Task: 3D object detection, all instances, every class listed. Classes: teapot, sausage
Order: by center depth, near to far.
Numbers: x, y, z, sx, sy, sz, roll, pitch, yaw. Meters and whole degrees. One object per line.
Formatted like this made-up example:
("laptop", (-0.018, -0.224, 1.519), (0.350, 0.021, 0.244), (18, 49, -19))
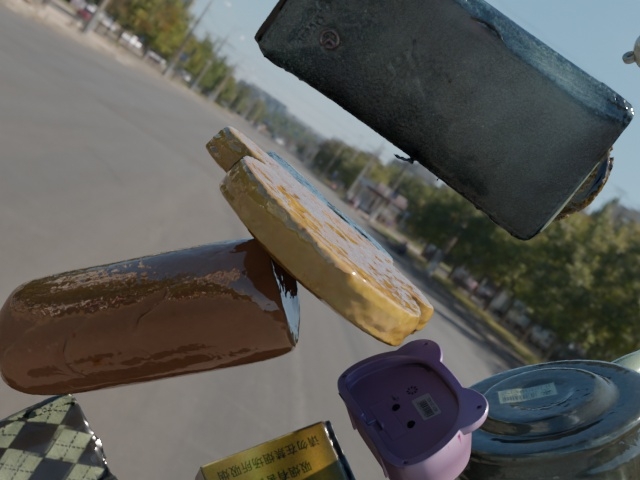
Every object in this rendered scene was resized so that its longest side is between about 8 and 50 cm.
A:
("sausage", (-0.169, 0.075, 0.980), (0.121, 0.304, 0.121), (-11, 90, -76))
("teapot", (0.290, 0.265, 1.197), (0.239, 0.239, 0.321), (-7, 16, 29))

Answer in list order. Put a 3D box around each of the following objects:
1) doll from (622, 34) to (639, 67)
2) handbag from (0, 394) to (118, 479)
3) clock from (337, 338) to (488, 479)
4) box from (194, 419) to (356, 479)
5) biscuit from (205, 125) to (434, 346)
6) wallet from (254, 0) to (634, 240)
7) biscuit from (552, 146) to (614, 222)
("doll", (0.413, -0.226, 1.205), (0.113, 0.135, 0.071), (8, -41, 36))
("handbag", (-0.435, 0.312, 1.234), (0.180, 0.316, 0.416), (61, -31, 3))
("clock", (0.089, 0.162, 0.957), (0.153, 0.110, 0.050), (51, -15, 54))
("box", (-0.021, 0.333, 1.108), (0.240, 0.159, 0.071), (65, -25, 18))
("biscuit", (-0.002, 0.002, 0.958), (0.275, 0.052, 0.355), (41, 8, -9))
("wallet", (0.130, -0.169, 1.076), (0.379, 0.191, 0.046), (33, 24, -9))
("biscuit", (0.366, -0.135, 1.664), (0.226, 0.226, 0.042), (36, 0, 24))
